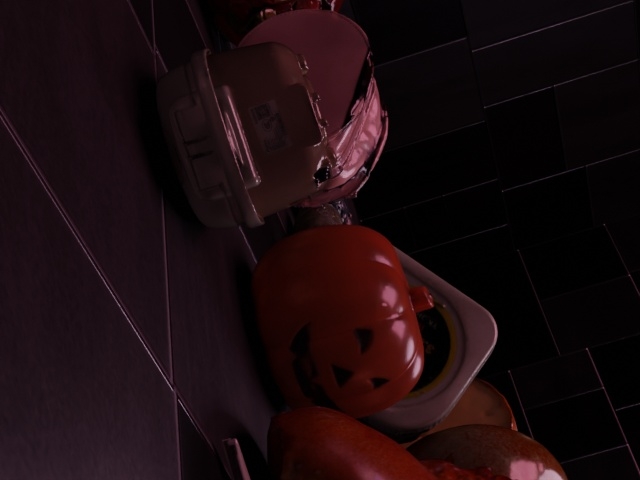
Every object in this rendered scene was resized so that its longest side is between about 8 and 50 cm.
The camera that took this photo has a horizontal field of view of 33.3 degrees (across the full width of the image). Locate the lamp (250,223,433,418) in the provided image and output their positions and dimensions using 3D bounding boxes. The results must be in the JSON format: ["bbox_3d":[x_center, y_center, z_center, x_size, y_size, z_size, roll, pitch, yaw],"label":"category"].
[{"bbox_3d":[0.025,0.073,1.000,0.187,0.164,0.187,-14,90,-84],"label":"lamp"}]

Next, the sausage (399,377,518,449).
[{"bbox_3d":[0.206,0.368,1.625,0.233,0.233,0.287,-102,173,-46],"label":"sausage"}]

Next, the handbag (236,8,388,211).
[{"bbox_3d":[-0.015,-0.153,1.232,0.116,0.179,0.205,74,31,-61],"label":"handbag"}]

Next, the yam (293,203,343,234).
[{"bbox_3d":[0.000,0.000,1.458,0.179,0.078,0.078,-91,163,-70],"label":"yam"}]

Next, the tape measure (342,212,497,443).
[{"bbox_3d":[0.066,0.116,1.255,0.235,0.207,0.115,35,-11,12],"label":"tape measure"}]

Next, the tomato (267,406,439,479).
[{"bbox_3d":[0.042,0.229,0.766,0.200,0.139,0.233,83,-2,-50],"label":"tomato"}]

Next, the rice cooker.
[{"bbox_3d":[-0.057,-0.085,0.848,0.206,0.127,0.145,-135,-153,-83],"label":"rice cooker"}]

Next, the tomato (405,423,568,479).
[{"bbox_3d":[0.163,0.346,1.219,0.270,0.222,0.270,14,70,-45],"label":"tomato"}]

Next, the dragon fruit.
[{"bbox_3d":[-0.064,-0.336,1.356,0.192,0.193,0.274,38,23,-30],"label":"dragon fruit"}]

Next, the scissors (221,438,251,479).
[{"bbox_3d":[-0.045,0.183,0.715,0.058,0.014,0.119,-97,172,-68],"label":"scissors"}]

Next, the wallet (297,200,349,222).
[{"bbox_3d":[-0.021,-0.114,1.654,0.237,0.075,0.342,-111,177,-46],"label":"wallet"}]

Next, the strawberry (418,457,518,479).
[{"bbox_3d":[0.105,0.311,0.963,0.234,0.234,0.178,-93,-174,-70],"label":"strawberry"}]
